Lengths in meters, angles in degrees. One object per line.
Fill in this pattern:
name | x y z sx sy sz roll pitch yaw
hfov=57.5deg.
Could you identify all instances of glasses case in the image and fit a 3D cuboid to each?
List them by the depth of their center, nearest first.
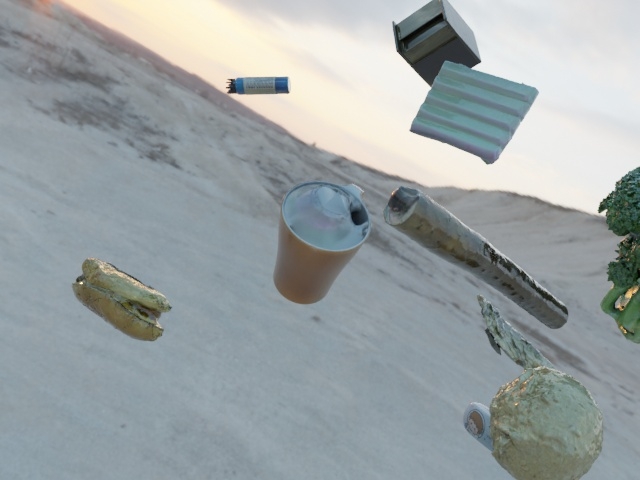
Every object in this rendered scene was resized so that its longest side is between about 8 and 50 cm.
glasses case | 0.363 0.400 1.215 0.045 0.067 0.178 9 8 -27

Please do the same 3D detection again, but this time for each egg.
egg | 0.238 0.198 0.623 0.116 0.118 0.140 30 42 32

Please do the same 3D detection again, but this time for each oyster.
oyster | 0.333 0.168 1.010 0.200 0.061 0.106 45 23 -23

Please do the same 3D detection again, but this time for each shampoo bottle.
shampoo bottle | -0.178 -0.439 1.655 0.182 0.050 0.087 0 10 3

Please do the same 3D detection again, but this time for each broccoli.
broccoli | 0.529 0.017 0.846 0.307 0.275 0.308 19 32 -13

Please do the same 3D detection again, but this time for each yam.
yam | 0.183 0.030 0.622 0.326 0.045 0.045 30 -20 -38

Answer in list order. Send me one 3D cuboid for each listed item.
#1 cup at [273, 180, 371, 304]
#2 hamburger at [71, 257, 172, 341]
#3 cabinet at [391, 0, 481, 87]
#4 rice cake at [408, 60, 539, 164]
cup | 0.000 0.000 1.227 0.182 0.264 0.226 37 51 13
hamburger | -0.469 0.136 1.333 0.262 0.124 0.131 24 -5 20
cabinet | 0.353 -0.611 1.783 0.215 0.174 0.148 29 46 -41
rice cake | 0.308 -0.263 1.189 0.198 0.189 0.037 31 1 16
